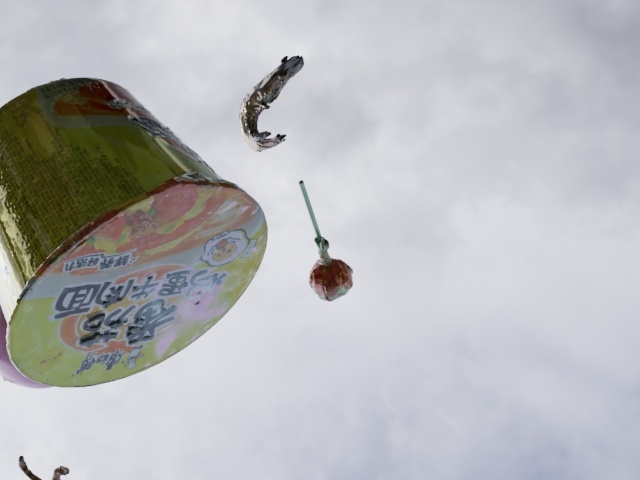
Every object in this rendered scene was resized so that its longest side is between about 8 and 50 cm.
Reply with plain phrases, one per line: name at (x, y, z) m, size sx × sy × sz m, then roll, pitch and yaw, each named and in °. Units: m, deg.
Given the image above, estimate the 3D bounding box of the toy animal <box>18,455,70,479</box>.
toy animal at (-0.389, 0.434, 1.344) m, size 0.116 × 0.114 × 0.255 m, roll -45°, pitch -86°, yaw -1°

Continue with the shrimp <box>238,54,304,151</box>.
shrimp at (-0.096, -0.269, 1.671) m, size 0.046 × 0.219 × 0.152 m, roll 10°, pitch -131°, yaw -40°

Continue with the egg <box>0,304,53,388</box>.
egg at (-0.422, 0.102, 1.341) m, size 0.196 × 0.196 × 0.271 m, roll 14°, pitch -102°, yaw 3°

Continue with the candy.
candy at (0.002, -0.001, 1.510) m, size 0.078 × 0.288 × 0.084 m, roll 24°, pitch -124°, yaw 35°

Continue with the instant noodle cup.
instant noodle cup at (-0.210, -0.015, 0.811) m, size 0.264 × 0.264 × 0.200 m, roll -26°, pitch -122°, yaw -26°
